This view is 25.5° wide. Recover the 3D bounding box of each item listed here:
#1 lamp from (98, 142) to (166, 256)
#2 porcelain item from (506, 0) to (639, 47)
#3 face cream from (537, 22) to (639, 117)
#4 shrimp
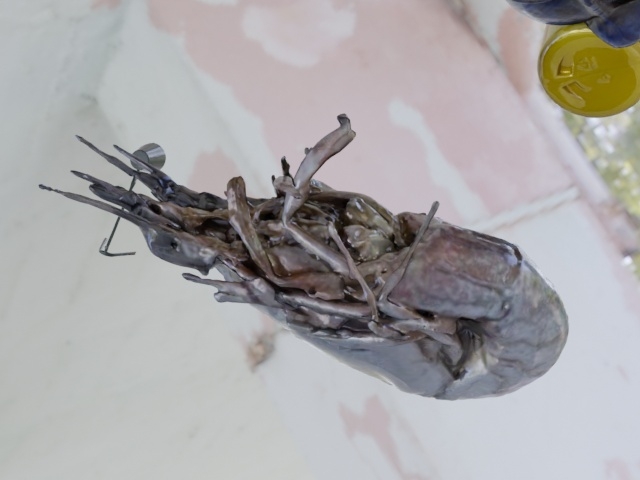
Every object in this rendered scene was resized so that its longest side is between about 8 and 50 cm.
[{"bbox_3d":[-0.198,-0.043,1.470,0.054,0.041,0.121,-29,-41,-78],"label":"lamp"},{"bbox_3d":[0.122,-0.211,0.823,0.138,0.186,0.288,-19,-31,30],"label":"porcelain item"},{"bbox_3d":[0.217,-0.198,1.050,0.078,0.078,0.273,-47,15,41],"label":"face cream"},{"bbox_3d":[-0.003,0.007,0.881,0.145,0.343,0.116,126,165,-59],"label":"shrimp"}]
